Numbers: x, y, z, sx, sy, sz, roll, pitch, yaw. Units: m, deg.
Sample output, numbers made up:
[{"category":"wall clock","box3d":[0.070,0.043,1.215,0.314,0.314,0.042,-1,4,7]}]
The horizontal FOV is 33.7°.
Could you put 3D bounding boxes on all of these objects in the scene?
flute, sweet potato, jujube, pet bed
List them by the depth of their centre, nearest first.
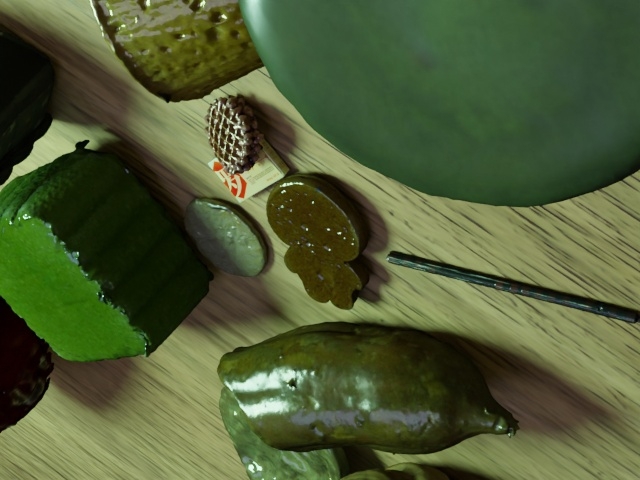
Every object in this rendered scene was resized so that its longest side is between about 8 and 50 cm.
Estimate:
[{"category":"flute","box3d":[0.183,0.045,1.041,0.269,0.014,0.014,14,136,31]},{"category":"sweet potato","box3d":[0.050,0.163,1.172,0.369,0.158,0.158,-7,124,32]},{"category":"pet bed","box3d":[-0.428,-0.135,1.211,0.183,0.211,0.159,25,137,-1]},{"category":"jujube","box3d":[-0.527,0.168,1.550,0.258,0.258,0.377,29,147,15]}]

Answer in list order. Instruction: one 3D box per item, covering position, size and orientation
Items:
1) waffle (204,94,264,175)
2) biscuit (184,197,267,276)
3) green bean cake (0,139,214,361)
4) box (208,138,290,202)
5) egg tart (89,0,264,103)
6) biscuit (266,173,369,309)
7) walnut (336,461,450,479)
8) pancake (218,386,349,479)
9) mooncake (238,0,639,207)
[{"category":"waffle","box3d":[-0.092,-0.111,1.094,0.075,0.029,0.083,-33,76,50]},{"category":"biscuit","box3d":[-0.113,-0.002,1.249,0.120,0.015,0.120,23,140,21]},{"category":"green bean cake","box3d":[-0.292,0.023,1.312,0.250,0.156,0.247,-12,122,50]},{"category":"box","box3d":[-0.079,-0.079,1.140,0.058,0.015,0.093,51,141,-10]},{"category":"egg tart","box3d":[-0.077,-0.217,0.862,0.147,0.202,0.203,-2,126,32]},{"category":"biscuit","box3d":[0.000,0.000,1.144,0.124,0.026,0.175,17,137,30]},{"category":"walnut","box3d":[0.085,0.420,1.289,0.333,0.333,0.333,24,140,21]},{"category":"pancake","box3d":[-0.052,0.284,1.464,0.242,0.050,0.242,25,134,29]},{"category":"mooncake","box3d":[0.118,-0.193,0.710,0.351,0.187,0.351,17,135,18]}]
